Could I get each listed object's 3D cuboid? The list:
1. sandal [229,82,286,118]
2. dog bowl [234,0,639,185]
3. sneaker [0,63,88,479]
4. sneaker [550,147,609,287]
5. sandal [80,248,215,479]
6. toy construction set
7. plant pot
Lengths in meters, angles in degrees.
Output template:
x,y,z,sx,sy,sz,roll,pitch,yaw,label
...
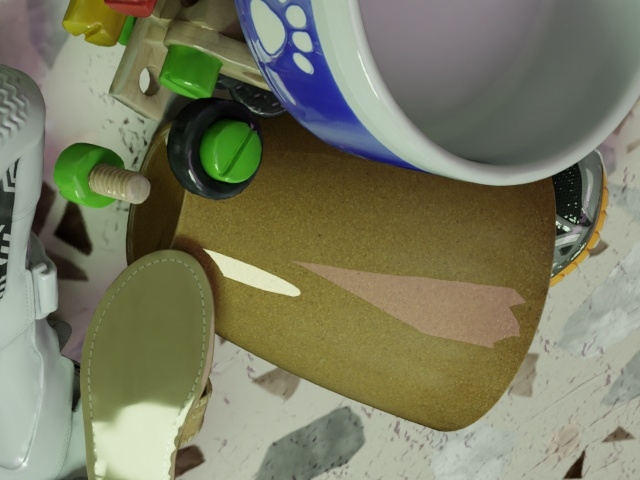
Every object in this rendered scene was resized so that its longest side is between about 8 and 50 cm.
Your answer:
x,y,z,sx,sy,sz,roll,pitch,yaw,label
-0.008,-0.166,1.297,0.067,0.040,0.179,33,86,-5,sandal
0.081,-0.168,1.056,0.265,0.104,0.265,-9,104,-39,dog bowl
-0.218,0.049,1.292,0.210,0.137,0.366,1,118,-45,sneaker
0.157,0.003,1.529,0.083,0.084,0.215,16,116,-35,sneaker
-0.119,0.117,1.288,0.088,0.079,0.240,8,98,3,sandal
-0.081,-0.190,1.142,0.257,0.237,0.309,-5,102,-39,toy construction set
0.000,0.000,1.341,0.254,0.237,0.237,13,118,-24,plant pot
